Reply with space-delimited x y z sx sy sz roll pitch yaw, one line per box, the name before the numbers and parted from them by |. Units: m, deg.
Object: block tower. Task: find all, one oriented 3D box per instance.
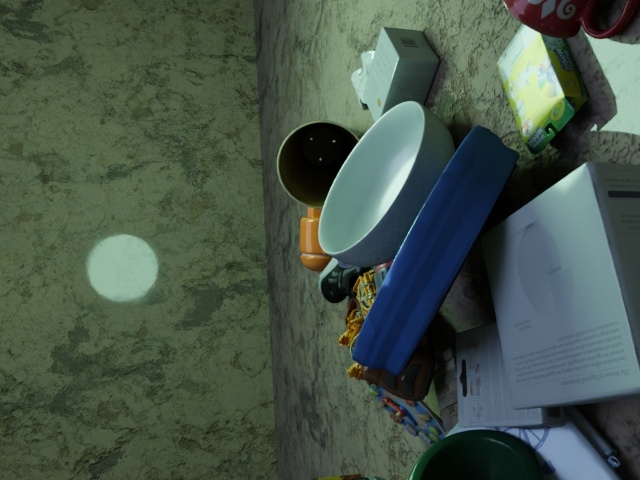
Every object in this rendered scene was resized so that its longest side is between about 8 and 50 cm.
block tower | 0.263 0.342 0.942 0.091 0.097 0.335 117 151 -60

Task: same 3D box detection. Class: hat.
hat | 0.216 0.391 0.796 0.173 0.208 0.183 4 126 43

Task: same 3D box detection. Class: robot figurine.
robot figurine | 0.119 0.202 1.472 0.211 0.085 0.290 -109 23 -47
robot figurine | 0.000 0.000 1.827 0.158 0.128 0.219 4 95 40

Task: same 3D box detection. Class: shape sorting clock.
shape sorting clock | 0.167 0.335 1.188 0.206 0.040 0.206 40 161 16

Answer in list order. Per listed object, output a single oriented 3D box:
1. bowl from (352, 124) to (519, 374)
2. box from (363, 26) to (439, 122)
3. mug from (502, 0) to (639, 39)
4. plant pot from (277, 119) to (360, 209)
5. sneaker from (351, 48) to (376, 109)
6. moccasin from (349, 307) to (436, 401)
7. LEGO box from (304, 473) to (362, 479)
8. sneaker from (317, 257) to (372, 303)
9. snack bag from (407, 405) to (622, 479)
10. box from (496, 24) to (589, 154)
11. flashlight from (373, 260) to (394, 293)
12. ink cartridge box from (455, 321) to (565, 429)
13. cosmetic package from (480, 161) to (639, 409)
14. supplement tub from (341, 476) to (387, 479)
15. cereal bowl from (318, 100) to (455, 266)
bowl | 0.174 0.024 0.884 0.391 0.077 0.391 -56 -14 -21
box | 0.166 -0.340 1.265 0.170 0.091 0.130 105 158 -45
mug | 0.325 -0.337 0.713 0.113 0.150 0.169 -56 -5 -39
plant pot | 0.005 -0.239 1.672 0.254 0.237 0.237 -90 5 -68
sneaker | 0.138 -0.374 1.411 0.232 0.091 0.115 131 131 -81
moccasin | 0.135 0.193 1.155 0.380 0.147 0.139 -59 -19 -72
LEGO box | 0.076 0.884 1.456 0.500 0.193 0.372 -138 49 -70
sneaker | 0.070 0.117 1.629 0.283 0.107 0.124 109 149 -51
snack bag | 0.271 0.374 0.784 0.323 0.037 0.342 -57 38 21
box | 0.310 -0.217 0.837 0.105 0.043 0.179 117 151 -59
flashlight | 0.144 -0.031 1.317 0.103 0.103 0.303 39 -143 -64
ink cartridge box | 0.256 0.187 0.832 0.179 0.045 0.145 138 138 -63
cosmetic package | 0.309 0.063 0.668 0.224 0.138 0.224 126 142 -66
supplement tub | 0.045 0.625 1.282 0.207 0.338 0.206 179 90 -75
cereal bowl | 0.144 -0.092 1.159 0.339 0.141 0.338 -50 23 31
